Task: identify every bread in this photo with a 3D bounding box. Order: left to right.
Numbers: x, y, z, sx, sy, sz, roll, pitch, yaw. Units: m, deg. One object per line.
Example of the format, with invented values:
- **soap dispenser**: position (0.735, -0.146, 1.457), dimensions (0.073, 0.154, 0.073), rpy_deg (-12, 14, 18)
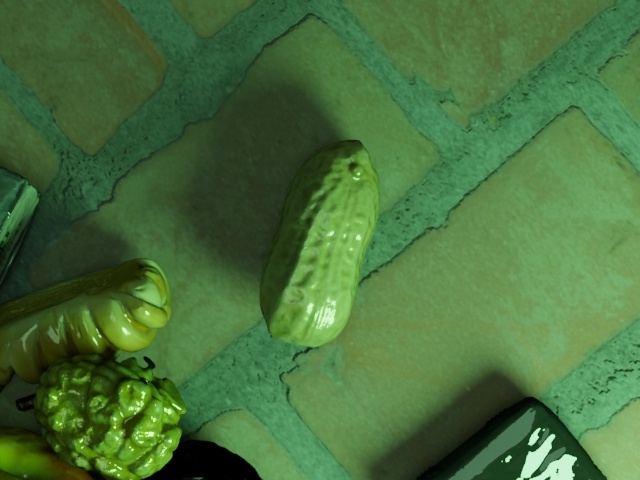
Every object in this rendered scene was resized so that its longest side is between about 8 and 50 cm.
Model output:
- **bread**: position (-0.369, 0.129, 1.720), dimensions (0.311, 0.173, 0.121), rpy_deg (-17, 112, 9)

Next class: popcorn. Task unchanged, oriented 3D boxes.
- **popcorn**: position (-0.292, 0.240, 1.623), dimensions (0.218, 0.189, 0.169), rpy_deg (29, 92, 16)

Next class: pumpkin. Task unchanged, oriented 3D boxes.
- **pumpkin**: position (-0.183, 0.405, 1.700), dimensions (0.233, 0.163, 0.233), rpy_deg (0, 91, 5)

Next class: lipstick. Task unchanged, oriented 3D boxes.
- **lipstick**: position (-0.385, 0.229, 1.787), dimensions (0.176, 0.027, 0.027), rpy_deg (-19, 88, 5)

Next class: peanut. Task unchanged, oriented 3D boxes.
- **peanut**: position (0.000, 0.000, 1.701), dimensions (0.152, 0.152, 0.313), rpy_deg (14, 86, 5)

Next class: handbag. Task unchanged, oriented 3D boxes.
- **handbag**: position (0.278, 0.392, 1.703), dimensions (0.275, 0.088, 0.244), rpy_deg (-39, 89, 0)

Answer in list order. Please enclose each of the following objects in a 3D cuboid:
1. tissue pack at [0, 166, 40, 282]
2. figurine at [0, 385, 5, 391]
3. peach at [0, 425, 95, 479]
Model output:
- **tissue pack**: position (-0.639, -0.040, 1.756), dimensions (0.361, 0.122, 0.259), rpy_deg (23, 83, 4)
- **figurine**: position (-0.547, 0.189, 1.777), dimensions (0.136, 0.079, 0.077), rpy_deg (30, 50, 9)
- **peach**: position (-0.469, 0.463, 1.628), dimensions (0.388, 0.388, 0.388), rpy_deg (0, 89, 5)
